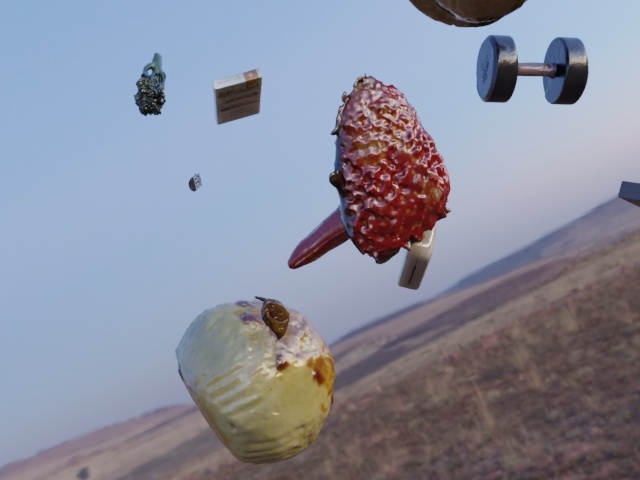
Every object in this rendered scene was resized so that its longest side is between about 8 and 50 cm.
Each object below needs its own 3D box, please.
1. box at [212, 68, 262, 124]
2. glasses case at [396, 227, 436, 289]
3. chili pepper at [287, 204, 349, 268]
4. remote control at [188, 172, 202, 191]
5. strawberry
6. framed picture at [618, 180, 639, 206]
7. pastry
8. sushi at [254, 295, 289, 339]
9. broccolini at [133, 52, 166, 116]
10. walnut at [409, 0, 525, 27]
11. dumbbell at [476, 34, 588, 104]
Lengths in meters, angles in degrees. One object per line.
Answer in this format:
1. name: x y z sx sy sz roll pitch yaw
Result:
1. box: -0.207 -0.357 2.228 0.122 0.032 0.220 -16 -13 -9
2. glasses case: 0.182 0.030 1.703 0.050 0.083 0.196 13 -25 4
3. chili pepper: 0.000 0.003 1.678 0.169 0.065 0.088 -39 0 23
4. remote control: -0.263 -0.123 1.868 0.016 0.034 0.091 -12 10 3
5. strawberry: 0.123 -0.117 1.497 0.138 0.306 0.233 17 52 44
6. framed picture: 0.465 -0.037 1.097 0.168 0.023 0.128 14 0 -43
7. pastry: -0.136 0.303 2.017 0.313 0.388 0.388 -29 -5 -15
8. sushi: -0.085 0.141 1.656 0.050 0.099 0.047 -25 18 -21
9. broccolini: -0.349 -0.347 1.896 0.068 0.202 0.091 -18 -47 23
10. walnut: 0.317 -0.625 1.772 0.384 0.383 0.383 -24 -6 -3
11. dumbbell: 0.472 -0.383 2.000 0.218 0.152 0.152 0 -10 -8
